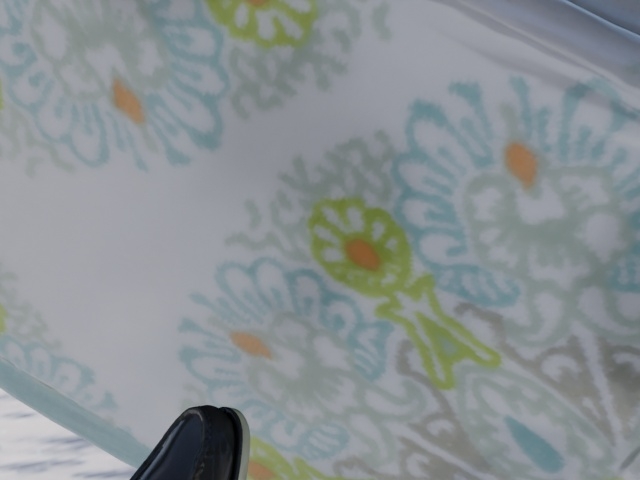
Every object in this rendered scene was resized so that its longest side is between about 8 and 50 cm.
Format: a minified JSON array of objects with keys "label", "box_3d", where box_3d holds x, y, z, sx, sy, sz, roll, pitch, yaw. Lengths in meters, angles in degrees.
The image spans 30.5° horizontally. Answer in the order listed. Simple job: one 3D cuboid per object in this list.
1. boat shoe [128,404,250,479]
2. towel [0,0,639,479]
[{"label":"boat shoe","box_3d":[-0.069,0.114,0.411,0.042,0.133,0.049,29,3,-32]},{"label":"towel","box_3d":[0.000,0.000,0.492,0.374,0.320,0.090,28,42,6]}]
